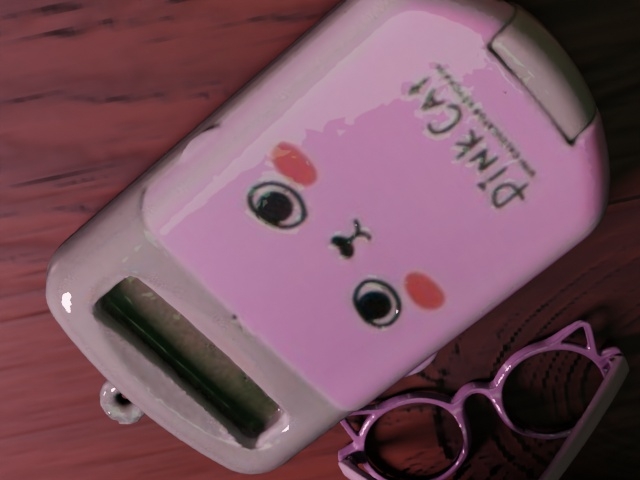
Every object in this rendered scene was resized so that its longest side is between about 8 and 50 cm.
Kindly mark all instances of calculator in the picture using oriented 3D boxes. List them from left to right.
[{"bbox_3d":[0.000,0.000,0.462,0.246,0.045,0.141,-38,112,14],"label":"calculator"}]

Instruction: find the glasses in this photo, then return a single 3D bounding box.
[{"bbox_3d":[0.076,0.102,0.482,0.140,0.104,0.062,-21,117,9],"label":"glasses"}]
